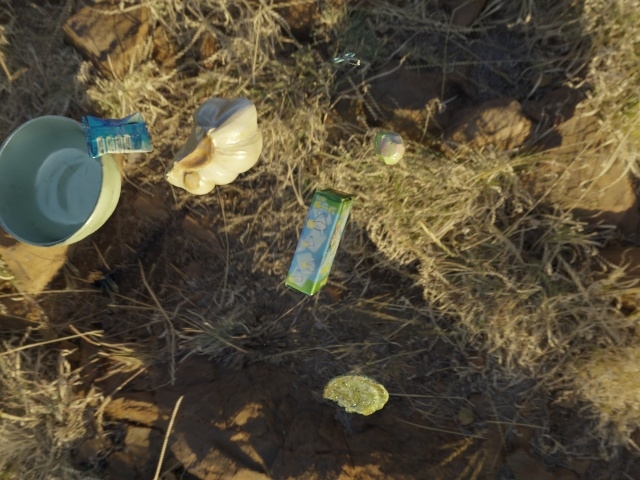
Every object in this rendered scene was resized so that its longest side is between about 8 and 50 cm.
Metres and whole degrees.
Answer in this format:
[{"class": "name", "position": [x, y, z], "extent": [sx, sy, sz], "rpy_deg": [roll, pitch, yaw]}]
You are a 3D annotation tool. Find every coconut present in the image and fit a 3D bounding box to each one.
[{"class": "coconut", "position": [0.178, -0.237, 1.548], "extent": [0.081, 0.083, 0.082], "rpy_deg": [2, 104, -32]}]

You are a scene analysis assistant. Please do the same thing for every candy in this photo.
[{"class": "candy", "position": [-0.425, -0.224, 1.271], "extent": [0.136, 0.038, 0.088], "rpy_deg": [-13, 96, -32]}, {"class": "candy", "position": [0.000, 0.000, 1.147], "extent": [0.062, 0.097, 0.195], "rpy_deg": [21, 103, 11]}]

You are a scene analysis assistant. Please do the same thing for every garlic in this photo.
[{"class": "garlic", "position": [-0.243, -0.232, 1.476], "extent": [0.184, 0.203, 0.281], "rpy_deg": [26, 123, -16]}]

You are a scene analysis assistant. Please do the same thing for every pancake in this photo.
[{"class": "pancake", "position": [0.075, 0.308, 1.214], "extent": [0.129, 0.023, 0.116], "rpy_deg": [35, 122, -22]}]

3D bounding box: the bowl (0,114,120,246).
[{"class": "bowl", "position": [-0.610, -0.134, 1.446], "extent": [0.306, 0.163, 0.308], "rpy_deg": [0, 88, 14]}]

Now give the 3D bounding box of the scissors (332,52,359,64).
[{"class": "scissors", "position": [0.070, -0.436, 1.453], "extent": [0.058, 0.119, 0.014], "rpy_deg": [-25, 119, -10]}]
